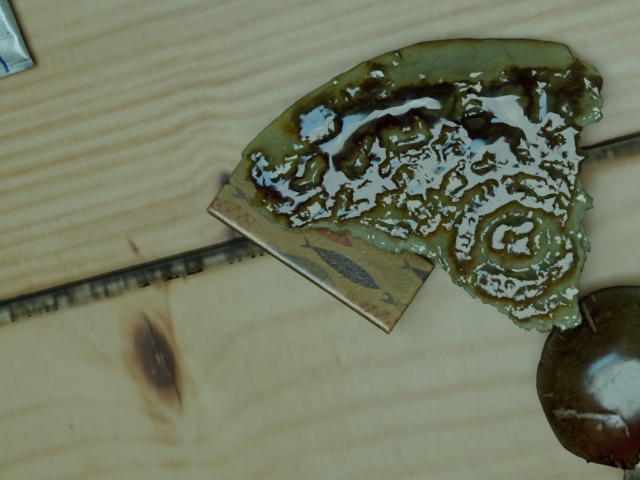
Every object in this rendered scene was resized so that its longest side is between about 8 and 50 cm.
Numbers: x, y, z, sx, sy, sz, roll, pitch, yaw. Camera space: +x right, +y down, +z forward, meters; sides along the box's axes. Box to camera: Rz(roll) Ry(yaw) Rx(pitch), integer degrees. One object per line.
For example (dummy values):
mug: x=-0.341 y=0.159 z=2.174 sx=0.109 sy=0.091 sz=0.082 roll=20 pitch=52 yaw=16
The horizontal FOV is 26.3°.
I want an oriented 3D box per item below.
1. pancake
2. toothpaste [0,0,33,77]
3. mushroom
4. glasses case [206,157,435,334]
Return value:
pancake: x=0.100 y=-0.031 z=1.010 sx=0.266 sy=0.057 sz=0.244 roll=-29 pitch=94 yaw=11
toothpaste: x=-0.285 y=-0.233 z=1.082 sx=0.052 sy=0.033 sz=0.218 roll=-15 pitch=100 yaw=19
mushroom: x=0.228 y=0.120 z=1.010 sx=0.135 sy=0.080 sz=0.170 roll=-7 pitch=96 yaw=24
glasses case: x=0.000 y=0.000 z=1.057 sx=0.170 sy=0.041 sz=0.064 roll=34 pitch=85 yaw=5
